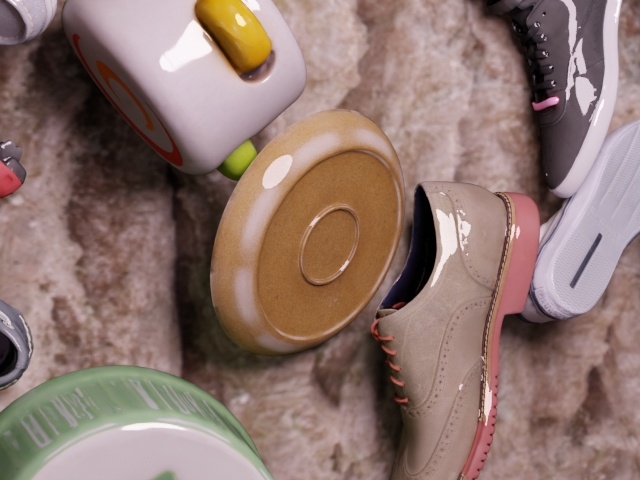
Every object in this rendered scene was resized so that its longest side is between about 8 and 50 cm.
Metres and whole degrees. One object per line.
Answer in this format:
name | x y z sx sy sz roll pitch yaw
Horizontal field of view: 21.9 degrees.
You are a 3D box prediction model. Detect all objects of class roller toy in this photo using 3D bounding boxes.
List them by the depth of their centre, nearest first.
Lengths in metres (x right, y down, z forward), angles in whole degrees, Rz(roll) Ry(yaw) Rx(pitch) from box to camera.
roller toy | -0.111 -0.167 1.397 0.146 0.209 0.191 -41 66 -11

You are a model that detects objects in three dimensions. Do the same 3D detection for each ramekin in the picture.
ramekin | -0.169 0.270 1.447 0.303 0.148 0.303 -2 96 -18

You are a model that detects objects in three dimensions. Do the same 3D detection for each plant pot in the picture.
plant pot | 0.000 0.000 1.471 0.236 0.032 0.236 -27 130 -38

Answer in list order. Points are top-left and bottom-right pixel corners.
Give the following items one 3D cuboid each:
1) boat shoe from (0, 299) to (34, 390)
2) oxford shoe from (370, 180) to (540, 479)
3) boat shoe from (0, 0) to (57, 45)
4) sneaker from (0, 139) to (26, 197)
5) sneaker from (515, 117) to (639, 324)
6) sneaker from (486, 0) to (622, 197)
boat shoe | -0.387 0.044 1.378 0.319 0.099 0.116 25 88 -19
oxford shoe | 0.095 0.113 1.532 0.130 0.123 0.348 15 86 -20
boat shoe | -0.371 -0.231 1.332 0.320 0.118 0.103 26 56 -15
sneaker | -0.383 -0.097 1.366 0.276 0.098 0.135 40 80 -19
sneaker | 0.260 -0.023 1.593 0.094 0.091 0.258 49 59 -12
sneaker | 0.201 -0.193 1.550 0.147 0.104 0.295 9 87 -17
